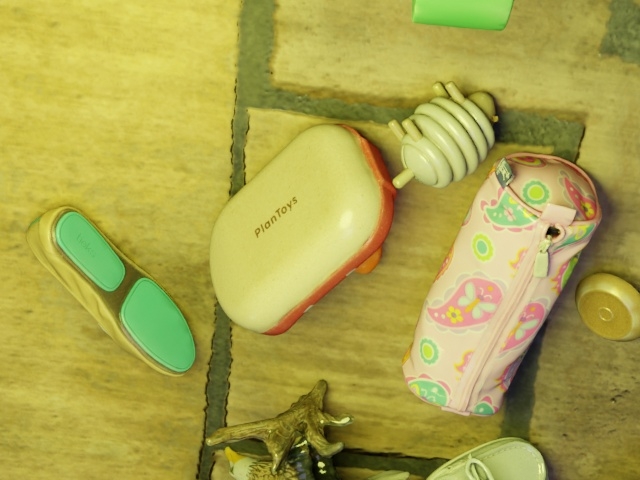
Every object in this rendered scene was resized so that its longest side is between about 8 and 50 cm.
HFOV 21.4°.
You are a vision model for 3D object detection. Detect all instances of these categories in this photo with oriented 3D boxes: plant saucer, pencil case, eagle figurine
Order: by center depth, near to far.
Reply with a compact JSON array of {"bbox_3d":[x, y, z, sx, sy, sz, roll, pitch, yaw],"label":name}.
[{"bbox_3d":[0.179,0.046,1.696,0.124,0.124,0.284,19,124,-8],"label":"pencil case"},{"bbox_3d":[0.296,0.073,1.742,0.083,0.015,0.083,22,132,26],"label":"plant saucer"},{"bbox_3d":[-0.039,0.306,1.855,0.226,0.225,0.298,2,114,-12],"label":"eagle figurine"}]

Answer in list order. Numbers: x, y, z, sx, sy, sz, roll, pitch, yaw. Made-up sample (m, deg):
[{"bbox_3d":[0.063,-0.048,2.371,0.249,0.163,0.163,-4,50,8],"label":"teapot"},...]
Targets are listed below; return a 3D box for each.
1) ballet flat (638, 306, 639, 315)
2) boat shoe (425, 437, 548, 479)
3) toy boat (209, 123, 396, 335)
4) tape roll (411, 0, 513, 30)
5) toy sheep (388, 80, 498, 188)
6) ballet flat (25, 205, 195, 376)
[{"bbox_3d":[0.359,0.094,1.767,0.041,0.041,0.114,-25,119,20],"label":"ballet flat"},{"bbox_3d":[0.129,0.312,1.788,0.118,0.320,0.103,59,154,4],"label":"boat shoe"},{"bbox_3d":[0.000,0.000,1.686,0.151,0.151,0.231,19,129,-44],"label":"toy boat"},{"bbox_3d":[0.122,-0.328,1.327,0.077,0.321,0.321,4,124,1],"label":"tape roll"},{"bbox_3d":[0.116,-0.096,1.620,0.132,0.091,0.091,-40,118,-12],"label":"toy sheep"},{"bbox_3d":[-0.219,0.054,1.774,0.073,0.080,0.232,-11,124,46],"label":"ballet flat"}]
